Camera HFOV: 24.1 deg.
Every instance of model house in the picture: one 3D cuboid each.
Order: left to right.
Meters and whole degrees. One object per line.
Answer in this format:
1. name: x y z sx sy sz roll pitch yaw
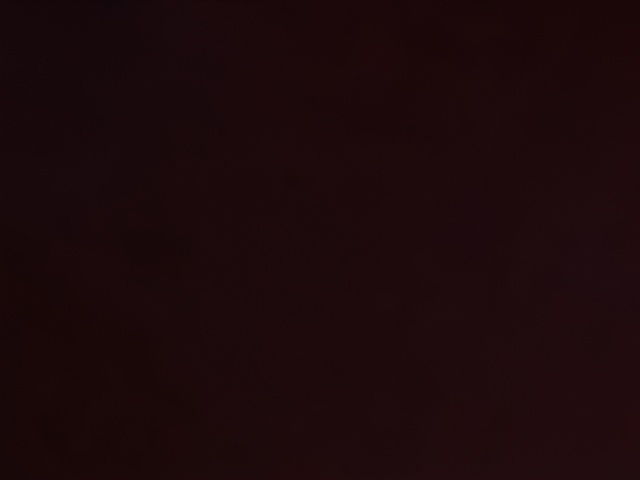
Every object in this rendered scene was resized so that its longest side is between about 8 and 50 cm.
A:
1. model house: 0.000 0.000 0.639 0.445 0.395 0.400 16 28 10
